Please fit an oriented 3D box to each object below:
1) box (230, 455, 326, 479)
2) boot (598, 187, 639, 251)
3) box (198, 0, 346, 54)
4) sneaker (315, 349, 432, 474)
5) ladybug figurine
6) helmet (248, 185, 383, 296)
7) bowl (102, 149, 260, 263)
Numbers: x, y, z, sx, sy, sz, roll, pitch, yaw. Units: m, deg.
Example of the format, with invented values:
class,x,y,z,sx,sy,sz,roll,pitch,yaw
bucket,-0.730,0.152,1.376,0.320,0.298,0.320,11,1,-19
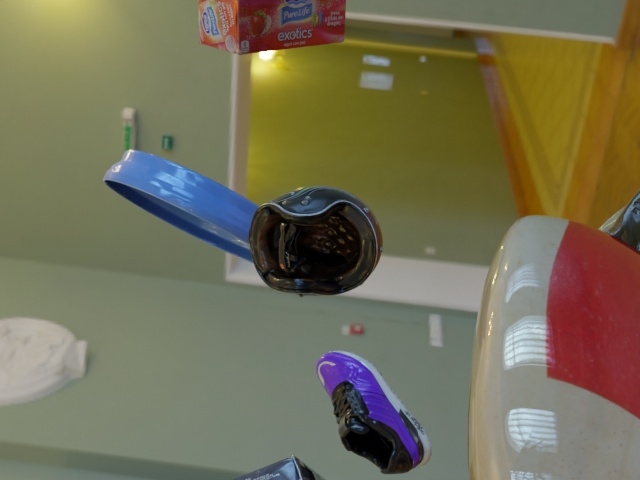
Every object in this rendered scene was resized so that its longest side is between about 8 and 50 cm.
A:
class,x,y,z,sx,sy,sz,roll,pitch,yaw
box,-0.170,0.459,1.244,0.318,0.395,0.097,62,-174,-64
boot,0.384,0.026,1.101,0.213,0.077,0.165,-48,-18,-1
box,-0.086,-0.423,1.539,0.257,0.128,0.122,-17,-60,-38
sneaker,0.075,0.330,1.603,0.146,0.293,0.102,-12,-42,-49
ladybug figurine,0.243,0.139,0.755,0.449,0.162,0.305,-65,-38,-53
helmet,0.000,0.000,1.172,0.169,0.162,0.169,16,110,55
bowl,-0.230,-0.058,1.627,0.391,0.391,0.077,83,-147,-80
